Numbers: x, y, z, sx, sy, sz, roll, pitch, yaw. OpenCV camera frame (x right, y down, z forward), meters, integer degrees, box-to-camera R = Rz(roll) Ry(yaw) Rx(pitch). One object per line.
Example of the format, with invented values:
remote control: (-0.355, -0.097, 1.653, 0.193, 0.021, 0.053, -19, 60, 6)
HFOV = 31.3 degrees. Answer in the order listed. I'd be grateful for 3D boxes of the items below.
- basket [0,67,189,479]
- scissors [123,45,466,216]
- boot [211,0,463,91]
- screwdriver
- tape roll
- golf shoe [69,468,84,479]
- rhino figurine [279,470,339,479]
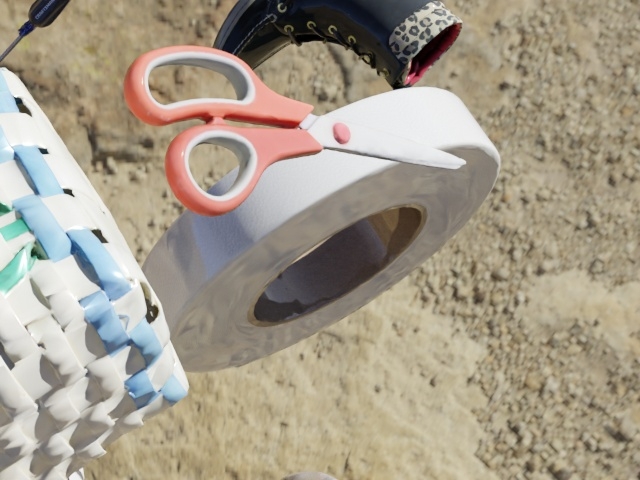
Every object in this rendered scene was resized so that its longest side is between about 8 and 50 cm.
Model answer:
basket: (-0.241, 0.053, 0.600, 0.289, 0.201, 0.255, -33, 58, -7)
scissors: (-0.003, -0.082, 0.766, 0.297, 0.021, 0.109, -12, 80, -45)
boot: (0.014, -0.214, 1.197, 0.236, 0.085, 0.178, -42, 73, 9)
screwdriver: (-0.282, -0.180, 1.037, 0.170, 0.025, 0.024, -35, 44, 22)
tape roll: (0.000, 0.000, 1.137, 0.392, 0.392, 0.072, -27, 70, -19)
golf shoe: (-0.219, 0.172, 0.902, 0.077, 0.198, 0.094, 40, 91, 11)
rhino figurine: (0.058, 0.272, 0.982, 0.243, 0.073, 0.106, 24, 38, -14)
